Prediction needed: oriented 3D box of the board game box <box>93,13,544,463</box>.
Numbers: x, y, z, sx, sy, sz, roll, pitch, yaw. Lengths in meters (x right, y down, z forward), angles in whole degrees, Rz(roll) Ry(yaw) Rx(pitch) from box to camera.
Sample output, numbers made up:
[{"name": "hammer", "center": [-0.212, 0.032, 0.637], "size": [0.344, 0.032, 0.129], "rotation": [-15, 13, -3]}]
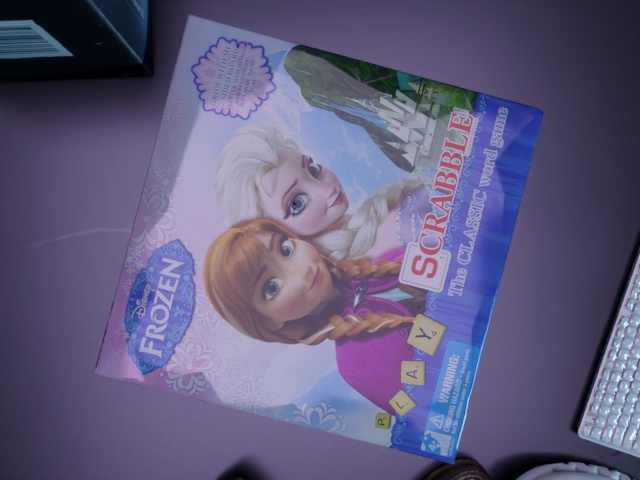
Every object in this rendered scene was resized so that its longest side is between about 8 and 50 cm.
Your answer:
[{"name": "board game box", "center": [0.000, 0.000, 0.691], "size": [0.318, 0.066, 0.318], "rotation": [14, 89, -2]}]

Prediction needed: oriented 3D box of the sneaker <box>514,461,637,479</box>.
[{"name": "sneaker", "center": [0.297, 0.282, 0.680], "size": [0.292, 0.118, 0.110], "rotation": [22, 91, -1]}]

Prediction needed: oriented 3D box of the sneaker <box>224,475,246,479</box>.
[{"name": "sneaker", "center": [-0.039, 0.323, 0.640], "size": [0.100, 0.108, 0.271], "rotation": [-40, 52, 19]}]

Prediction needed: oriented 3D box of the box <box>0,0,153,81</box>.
[{"name": "box", "center": [-0.235, -0.290, 0.567], "size": [0.183, 0.296, 0.293], "rotation": [-3, 90, -2]}]

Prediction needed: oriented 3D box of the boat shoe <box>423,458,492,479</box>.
[{"name": "boat shoe", "center": [0.084, 0.286, 0.692], "size": [0.073, 0.073, 0.207], "rotation": [39, 87, -1]}]

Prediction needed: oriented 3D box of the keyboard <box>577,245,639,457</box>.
[{"name": "keyboard", "center": [0.311, 0.072, 0.731], "size": [0.072, 0.014, 0.255], "rotation": [20, 89, -2]}]
